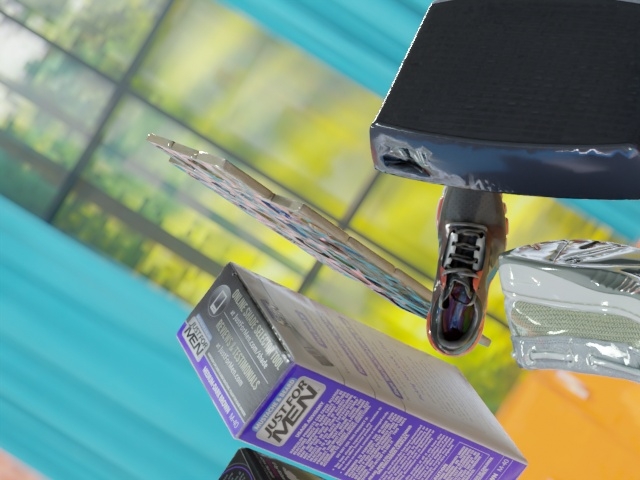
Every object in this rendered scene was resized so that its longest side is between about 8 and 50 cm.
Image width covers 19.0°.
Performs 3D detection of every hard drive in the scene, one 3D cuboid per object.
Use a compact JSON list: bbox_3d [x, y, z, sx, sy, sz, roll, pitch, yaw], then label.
[{"bbox_3d":[0.165,-0.117,1.458,0.254,0.054,0.172,8,61,37],"label":"hard drive"}]

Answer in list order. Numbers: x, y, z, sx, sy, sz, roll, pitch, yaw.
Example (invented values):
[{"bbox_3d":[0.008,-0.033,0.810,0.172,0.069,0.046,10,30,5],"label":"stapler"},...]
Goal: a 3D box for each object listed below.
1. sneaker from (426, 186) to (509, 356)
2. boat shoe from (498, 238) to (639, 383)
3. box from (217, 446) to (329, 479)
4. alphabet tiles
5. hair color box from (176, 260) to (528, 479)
[{"bbox_3d":[0.119,0.018,1.539,0.065,0.061,0.158,-30,-55,-85],"label":"sneaker"},{"bbox_3d":[0.240,0.073,1.334,0.320,0.118,0.103,16,113,53],"label":"boat shoe"},{"bbox_3d":[0.017,0.312,1.607,0.165,0.270,0.143,-56,33,13],"label":"box"},{"bbox_3d":[0.000,0.000,1.811,0.011,0.342,0.285,-59,29,-5],"label":"alphabet tiles"},{"bbox_3d":[0.034,0.163,1.960,0.110,0.339,0.185,-52,37,13],"label":"hair color box"}]
